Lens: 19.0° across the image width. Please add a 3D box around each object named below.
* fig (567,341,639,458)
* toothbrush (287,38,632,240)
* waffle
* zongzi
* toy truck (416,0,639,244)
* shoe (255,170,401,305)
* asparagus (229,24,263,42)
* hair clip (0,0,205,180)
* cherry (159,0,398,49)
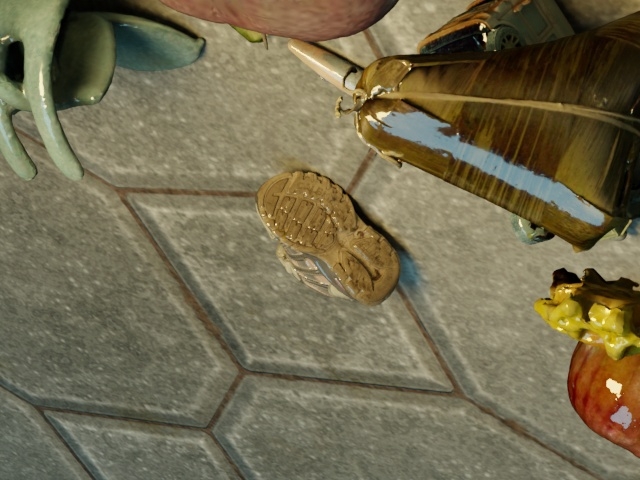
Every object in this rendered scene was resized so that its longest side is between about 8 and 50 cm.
[{"bbox_3d":[0.321,0.121,1.895,0.149,0.202,0.148,0,175,23],"label":"fig"},{"bbox_3d":[0.132,-0.099,1.836,0.375,0.028,0.037,29,142,3],"label":"toothbrush"},{"bbox_3d":[0.322,0.086,1.657,0.307,0.060,0.312,18,-176,-9],"label":"waffle"},{"bbox_3d":[0.159,-0.145,1.541,0.248,0.241,0.111,24,165,0],"label":"zongzi"},{"bbox_3d":[0.206,-0.107,1.677,0.108,0.140,0.256,-18,112,50],"label":"toy truck"},{"bbox_3d":[0.000,0.000,2.038,0.180,0.089,0.092,41,159,-11],"label":"shoe"},{"bbox_3d":[-0.109,-0.251,1.815,0.178,0.041,0.045,43,154,-21],"label":"asparagus"},{"bbox_3d":[-0.330,-0.201,1.888,0.318,0.238,0.392,3,138,33],"label":"hair clip"},{"bbox_3d":[-0.040,-0.291,1.542,0.261,0.221,0.307,15,132,10],"label":"cherry"}]
